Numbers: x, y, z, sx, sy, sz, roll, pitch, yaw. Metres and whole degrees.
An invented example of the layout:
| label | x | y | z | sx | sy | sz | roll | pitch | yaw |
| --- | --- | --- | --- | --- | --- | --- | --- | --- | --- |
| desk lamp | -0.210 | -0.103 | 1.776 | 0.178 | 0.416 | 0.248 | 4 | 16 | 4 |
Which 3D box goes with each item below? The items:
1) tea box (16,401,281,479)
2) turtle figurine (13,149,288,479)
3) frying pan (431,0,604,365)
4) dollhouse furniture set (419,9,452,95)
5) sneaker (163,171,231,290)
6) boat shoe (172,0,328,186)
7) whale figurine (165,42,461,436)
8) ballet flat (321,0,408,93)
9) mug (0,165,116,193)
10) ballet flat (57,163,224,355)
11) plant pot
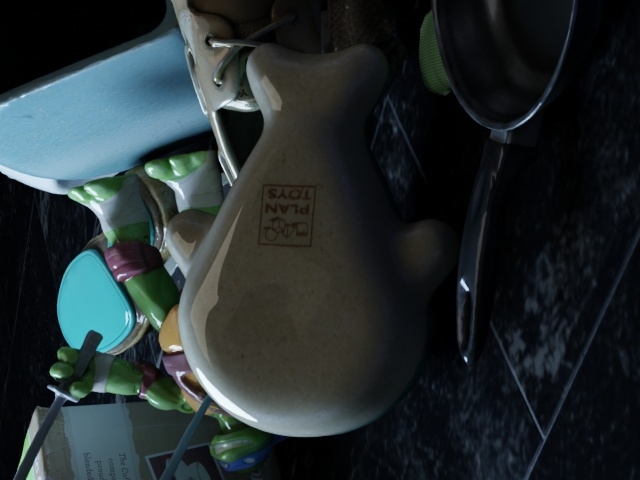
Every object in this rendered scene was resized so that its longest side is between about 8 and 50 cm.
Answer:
| label | x | y | z | sx | sy | sz | roll | pitch | yaw |
| --- | --- | --- | --- | --- | --- | --- | --- | --- | --- |
| tea box | -0.155 | 0.359 | 1.578 | 0.323 | 0.220 | 0.329 | 115 | 147 | -50 |
| turtle figurine | -0.135 | 0.075 | 1.401 | 0.198 | 0.274 | 0.266 | -18 | 86 | 67 |
| frying pan | 0.122 | -0.100 | 1.024 | 0.197 | 0.053 | 0.326 | 150 | 114 | -68 |
| dollhouse furniture set | 0.066 | -0.171 | 1.162 | 0.076 | 0.058 | 0.152 | 180 | 88 | -71 |
| sneaker | -0.065 | 0.025 | 1.542 | 0.118 | 0.083 | 0.222 | 60 | 145 | 22 |
| boat shoe | -0.040 | -0.143 | 1.294 | 0.110 | 0.121 | 0.341 | -108 | 3 | -50 |
| whale figurine | 0.000 | 0.000 | 1.228 | 0.141 | 0.216 | 0.272 | 8 | -97 | -69 |
| ballet flat | 0.031 | -0.220 | 1.275 | 0.084 | 0.058 | 0.250 | 42 | -136 | -67 |
| mug | -0.304 | -0.214 | 1.896 | 0.328 | 0.276 | 0.374 | 50 | -178 | 15 |
| ballet flat | -0.166 | 0.015 | 1.724 | 0.116 | 0.124 | 0.342 | 58 | 150 | 16 |
| plant pot | -0.190 | -0.192 | 1.569 | 0.252 | 0.247 | 0.248 | 39 | -146 | -58 |
